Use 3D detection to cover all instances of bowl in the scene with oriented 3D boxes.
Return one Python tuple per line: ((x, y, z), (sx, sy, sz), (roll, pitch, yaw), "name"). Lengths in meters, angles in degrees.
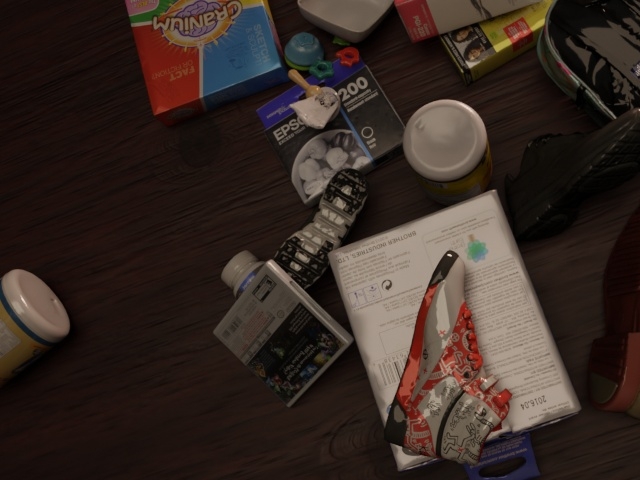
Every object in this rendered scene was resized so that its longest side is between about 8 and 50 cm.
((0.047, -0.392, 1.420), (0.142, 0.053, 0.142), (29, 64, 17), "bowl")

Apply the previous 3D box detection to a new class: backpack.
((0.449, -0.279, 1.242), (0.225, 0.191, 0.253), (-45, 83, 2), "backpack")

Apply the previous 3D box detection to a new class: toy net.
((0.005, -0.258, 1.389), (0.122, 0.045, 0.232), (0, 55, -5), "toy net")

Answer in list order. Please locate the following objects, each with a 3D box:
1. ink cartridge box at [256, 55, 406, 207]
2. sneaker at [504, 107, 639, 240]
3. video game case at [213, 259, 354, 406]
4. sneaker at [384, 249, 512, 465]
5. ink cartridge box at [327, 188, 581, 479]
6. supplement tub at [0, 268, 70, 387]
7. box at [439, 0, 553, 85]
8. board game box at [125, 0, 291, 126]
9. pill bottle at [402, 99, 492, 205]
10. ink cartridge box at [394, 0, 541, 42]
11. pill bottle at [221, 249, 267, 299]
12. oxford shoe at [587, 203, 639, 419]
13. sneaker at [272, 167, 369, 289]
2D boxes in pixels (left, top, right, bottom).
((0.017, -0.193, 1.410), (0.206, 0.045, 0.208), (-32, 72, 6), "ink cartridge box")
((0.352, -0.111, 1.215), (0.286, 0.109, 0.130), (-45, 53, 48), "sneaker")
((-0.061, 0.146, 1.304), (0.173, 0.022, 0.190), (44, 128, 6), "video game case")
((0.190, 0.158, 1.123), (0.145, 0.090, 0.270), (16, 88, 16), "sneaker")
((0.200, 0.164, 1.239), (0.270, 0.151, 0.396), (-21, 74, 10), "ink cartridge box")
((-0.539, 0.159, 1.425), (0.199, 0.144, 0.144), (-37, 73, 5), "supplement tub")
((0.311, -0.347, 1.360), (0.232, 0.058, 0.087), (-28, 72, 7), "box")
((-0.208, -0.388, 1.492), (0.242, 0.064, 0.317), (-19, 75, 10), "board game box")
((0.193, -0.120, 1.262), (0.117, 0.215, 0.117), (-3, 79, 13), "pill bottle")
((0.227, -0.422, 1.341), (0.217, 0.092, 0.159), (-16, 51, 19), "ink cartridge box")
((-0.089, 0.083, 1.364), (0.137, 0.078, 0.078), (40, 91, 17), "pill bottle")
((0.486, 0.088, 1.223), (0.130, 0.123, 0.348), (19, 82, -10), "oxford shoe")
((0.000, 0.000, 1.342), (0.078, 0.106, 0.234), (33, 82, 9), "sneaker")
